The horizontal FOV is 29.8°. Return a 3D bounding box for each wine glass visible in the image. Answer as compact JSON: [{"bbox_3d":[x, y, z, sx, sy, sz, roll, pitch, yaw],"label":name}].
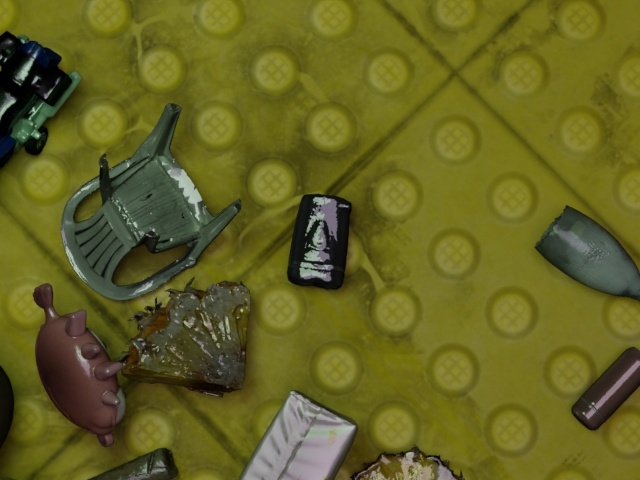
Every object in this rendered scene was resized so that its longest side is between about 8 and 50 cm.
[{"bbox_3d":[0.498,0.030,1.765,0.309,0.264,0.096,38,58,4],"label":"wine glass"}]

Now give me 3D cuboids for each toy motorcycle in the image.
[{"bbox_3d":[-0.507,-0.160,1.824,0.125,0.196,0.331,35,87,4],"label":"toy motorcycle"}]

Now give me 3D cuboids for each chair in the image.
[{"bbox_3d":[-0.274,-0.043,1.816,0.190,0.275,0.203,-31,82,-26],"label":"chair"}]

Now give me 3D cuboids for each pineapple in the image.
[{"bbox_3d":[0.129,0.418,1.835,0.221,0.047,0.221,0,81,3],"label":"pineapple"},{"bbox_3d":[-0.187,0.156,1.818,0.236,0.114,0.186,-31,89,-18],"label":"pineapple"}]

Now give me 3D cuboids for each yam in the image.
[{"bbox_3d":[-0.287,0.362,1.840,0.132,0.054,0.054,-22,84,0],"label":"yam"}]

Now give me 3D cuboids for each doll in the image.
[{"bbox_3d":[-0.366,0.188,1.791,0.093,0.211,0.262,-25,89,-35],"label":"doll"}]

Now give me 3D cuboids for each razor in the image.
[{"bbox_3d":[0.000,0.000,1.870,0.090,0.054,0.148,8,84,2],"label":"razor"}]

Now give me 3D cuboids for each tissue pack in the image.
[{"bbox_3d":[-0.045,0.343,1.772,0.124,0.185,0.225,29,85,7],"label":"tissue pack"}]

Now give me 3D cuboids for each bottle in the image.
[{"bbox_3d":[0.447,0.227,1.842,0.140,0.053,0.053,-45,85,-4],"label":"bottle"}]

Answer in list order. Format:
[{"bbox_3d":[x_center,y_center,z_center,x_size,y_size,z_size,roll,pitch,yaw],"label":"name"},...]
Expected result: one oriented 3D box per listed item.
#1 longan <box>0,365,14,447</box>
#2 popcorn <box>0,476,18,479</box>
[{"bbox_3d":[-0.588,0.253,1.761,0.258,0.258,0.258,0,84,1],"label":"longan"},{"bbox_3d":[-0.488,0.445,1.748,0.225,0.286,0.174,-32,71,-24],"label":"popcorn"}]
